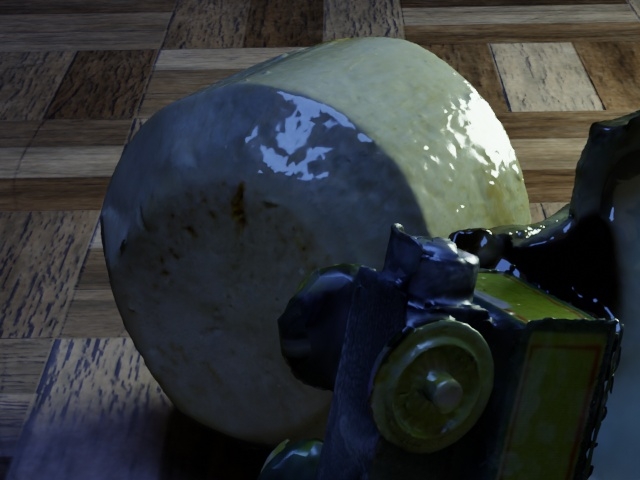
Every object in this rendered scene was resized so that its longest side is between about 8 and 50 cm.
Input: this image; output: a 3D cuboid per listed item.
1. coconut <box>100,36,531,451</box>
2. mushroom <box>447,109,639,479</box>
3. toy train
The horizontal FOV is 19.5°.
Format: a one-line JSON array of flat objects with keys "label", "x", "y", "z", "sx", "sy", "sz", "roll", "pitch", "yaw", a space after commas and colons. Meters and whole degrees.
[{"label": "coconut", "x": 0.000, "y": 0.000, "z": 1.379, "sx": 0.323, "sy": 0.323, "sz": 0.323, "roll": -1, "pitch": 20, "yaw": 0}, {"label": "mushroom", "x": 0.203, "y": 0.067, "z": 1.275, "sx": 0.217, "sy": 0.292, "sz": 0.212, "roll": -21, "pitch": 4, "yaw": 1}, {"label": "toy train", "x": 0.064, "y": 0.121, "z": 1.112, "sx": 0.177, "sy": 0.260, "sz": 0.134, "roll": 2, "pitch": 16, "yaw": -32}]
